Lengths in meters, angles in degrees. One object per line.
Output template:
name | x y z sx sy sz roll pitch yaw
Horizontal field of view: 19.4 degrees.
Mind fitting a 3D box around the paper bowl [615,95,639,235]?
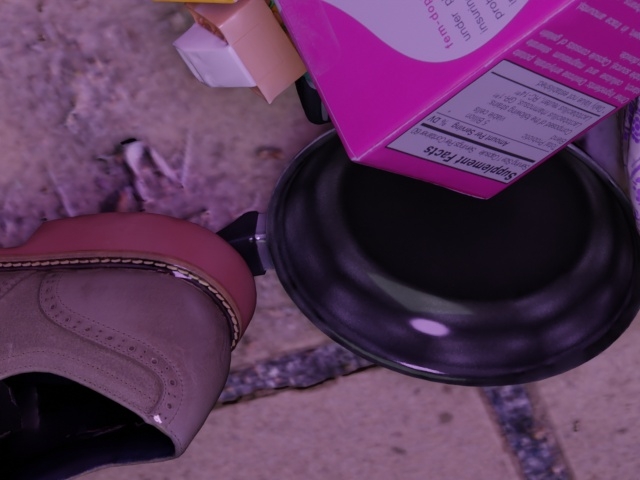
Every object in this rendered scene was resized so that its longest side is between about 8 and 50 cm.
paper bowl | 0.273 -0.081 0.840 0.284 0.148 0.284 0 130 0

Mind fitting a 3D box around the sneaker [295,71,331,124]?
sneaker | 0.035 -0.137 0.834 0.098 0.083 0.224 -5 142 -6

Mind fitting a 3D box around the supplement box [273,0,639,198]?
supplement box | 0.098 -0.124 0.710 0.220 0.111 0.114 -35 155 24

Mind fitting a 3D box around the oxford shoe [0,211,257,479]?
oxford shoe | -0.207 0.074 0.977 0.348 0.130 0.123 -13 131 26

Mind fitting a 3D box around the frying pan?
frying pan | 0.018 0.019 0.993 0.326 0.053 0.197 -20 125 31

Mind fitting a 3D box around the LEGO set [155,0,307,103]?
LEGO set | -0.091 -0.190 0.774 0.287 0.107 0.132 36 150 -11
